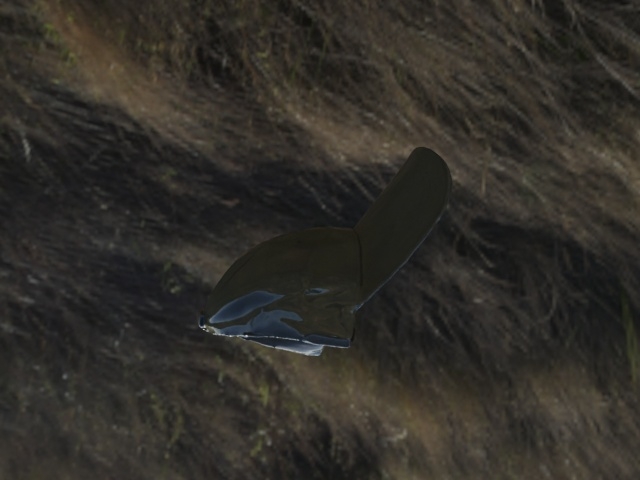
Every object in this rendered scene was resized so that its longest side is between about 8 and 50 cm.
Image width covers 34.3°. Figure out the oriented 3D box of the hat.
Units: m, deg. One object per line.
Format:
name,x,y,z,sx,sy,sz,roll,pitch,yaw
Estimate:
hat,0.000,0.000,0.756,0.144,0.173,0.166,15,168,-8
